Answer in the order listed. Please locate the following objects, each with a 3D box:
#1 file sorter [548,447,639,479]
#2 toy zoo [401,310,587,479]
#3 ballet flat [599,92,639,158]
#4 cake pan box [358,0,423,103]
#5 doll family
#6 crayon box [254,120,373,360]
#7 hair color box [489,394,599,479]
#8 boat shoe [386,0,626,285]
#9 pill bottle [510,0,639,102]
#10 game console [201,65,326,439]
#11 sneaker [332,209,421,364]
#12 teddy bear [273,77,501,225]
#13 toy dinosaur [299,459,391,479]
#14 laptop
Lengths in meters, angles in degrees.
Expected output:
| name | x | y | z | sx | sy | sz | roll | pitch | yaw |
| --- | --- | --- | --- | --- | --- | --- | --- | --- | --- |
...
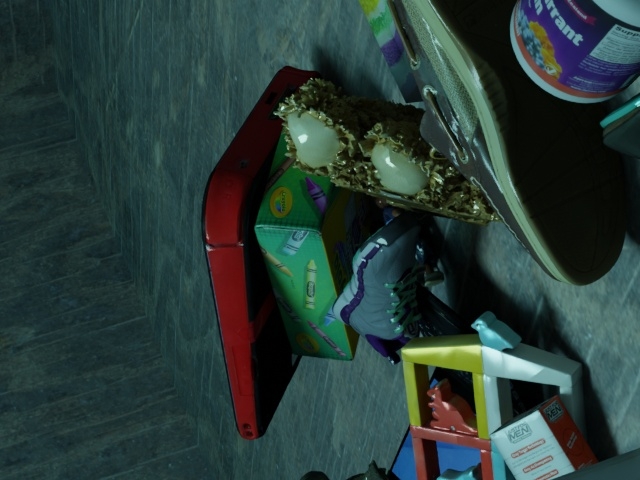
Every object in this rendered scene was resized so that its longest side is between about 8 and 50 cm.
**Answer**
| name | x | y | z | sx | sy | sz | roll | pitch | yaw |
| --- | --- | --- | --- | --- | --- | --- | --- | --- | --- |
| file sorter | 0.302 | 0.319 | 1.452 | 0.173 | 0.193 | 0.278 | -168 | 62 | -70 |
| toy zoo | 0.180 | 0.206 | 1.840 | 0.192 | 0.030 | 0.293 | 7 | 116 | 32 |
| ballet flat | 0.280 | -0.099 | 1.295 | 0.096 | 0.095 | 0.280 | 58 | 162 | 9 |
| cake pan box | 0.103 | -0.299 | 1.677 | 0.246 | 0.070 | 0.267 | 66 | 152 | 22 |
| doll family | 0.091 | 0.007 | 2.097 | 0.193 | 0.076 | 0.111 | 122 | 135 | -63 |
| crayon box | 0.000 | 0.000 | 2.142 | 0.278 | 0.081 | 0.165 | 76 | -156 | -54 |
| hair color box | 0.233 | 0.229 | 1.758 | 0.072 | 0.043 | 0.141 | -33 | 87 | 40 |
| boat shoe | 0.147 | -0.115 | 1.565 | 0.342 | 0.123 | 0.123 | 60 | 151 | -9 |
| pill bottle | 0.214 | -0.183 | 1.278 | 0.193 | 0.108 | 0.108 | 124 | 128 | -65 |
| game console | -0.054 | 0.002 | 2.217 | 0.386 | 0.060 | 0.342 | -62 | -26 | -55 |
| sneaker | 0.084 | 0.051 | 1.908 | 0.098 | 0.083 | 0.224 | 48 | 156 | 13 |
| teddy bear | 0.084 | -0.092 | 1.754 | 0.245 | 0.338 | 0.113 | 15 | 90 | 37 |
| toy dinosaur | 0.064 | 0.331 | 2.256 | 0.160 | 0.313 | 0.121 | -41 | 72 | 32 |
| laptop | 0.125 | 0.189 | 1.978 | 0.234 | 0.136 | 0.264 | 39 | 163 | 55 |
